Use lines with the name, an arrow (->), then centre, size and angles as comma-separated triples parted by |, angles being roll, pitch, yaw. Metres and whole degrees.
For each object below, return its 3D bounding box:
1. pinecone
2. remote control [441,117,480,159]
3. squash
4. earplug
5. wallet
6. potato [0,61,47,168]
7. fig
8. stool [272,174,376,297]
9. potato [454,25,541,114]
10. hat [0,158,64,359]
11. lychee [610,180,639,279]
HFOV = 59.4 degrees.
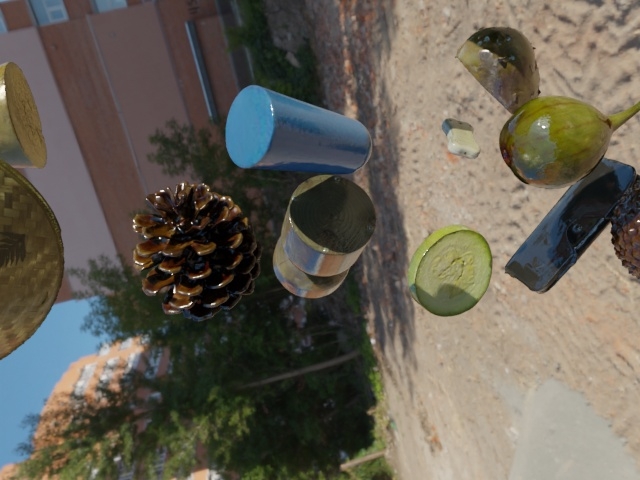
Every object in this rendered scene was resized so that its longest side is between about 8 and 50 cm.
pinecone -> -0.161, 0.002, 0.703 | 0.165, 0.162, 0.163 | 77, 176, -47
remote control -> 0.307, -0.224, 1.233 | 0.122, 0.074, 0.032 | -88, 16, -48
squash -> 0.349, 0.082, 1.502 | 0.049, 0.252, 0.252 | -142, 37, -61
earplug -> -0.018, -0.178, 0.990 | 0.132, 0.273, 0.133 | -2, 87, 47
wallet -> 0.613, -0.035, 1.384 | 0.051, 0.378, 0.197 | 34, -168, -17
potato -> -0.642, -0.230, 1.083 | 0.178, 0.158, 0.204 | -111, 17, -50
fig -> 0.348, -0.153, 0.725 | 0.124, 0.236, 0.124 | 63, 180, 0
stool -> 0.000, 0.000, 1.205 | 0.264, 0.179, 0.179 | 115, 143, -64
potato -> 0.303, -0.270, 0.897 | 0.172, 0.100, 0.089 | 47, -152, -2
hat -> -0.203, 0.023, 0.272 | 0.067, 0.146, 0.146 | 40, 146, 57
lychee -> 0.734, -0.009, 1.128 | 0.267, 0.267, 0.268 | 166, 90, -86
